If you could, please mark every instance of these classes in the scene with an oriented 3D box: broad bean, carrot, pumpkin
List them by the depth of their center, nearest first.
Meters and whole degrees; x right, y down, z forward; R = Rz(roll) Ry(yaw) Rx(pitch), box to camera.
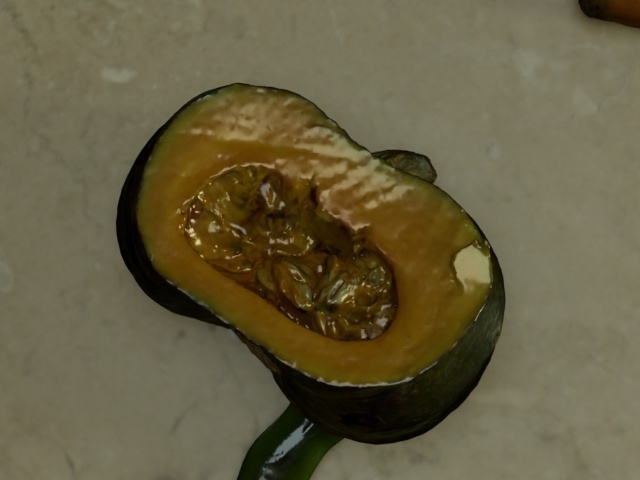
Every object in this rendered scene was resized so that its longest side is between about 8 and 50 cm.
[{"bbox_3d":[0.000,0.000,1.397,0.317,0.139,0.222,35,75,16],"label":"pumpkin"},{"bbox_3d":[-0.022,0.167,1.443,0.060,0.043,0.297,36,89,-4],"label":"broad bean"},{"bbox_3d":[0.283,-0.190,1.454,0.161,0.055,0.055,11,84,-1],"label":"carrot"}]
